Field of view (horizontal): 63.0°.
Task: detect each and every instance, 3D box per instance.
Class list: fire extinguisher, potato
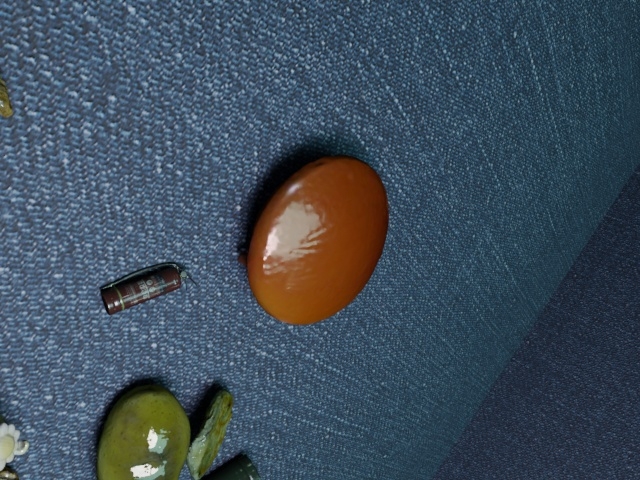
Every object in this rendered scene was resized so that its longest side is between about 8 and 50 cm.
[{"bbox_3d":[-0.282,0.615,1.194,0.311,0.114,0.096,-23,87,-32],"label":"fire extinguisher"},{"bbox_3d":[-0.299,0.080,0.911,0.158,0.043,0.064,-22,85,-35],"label":"fire extinguisher"},{"bbox_3d":[-0.335,0.395,0.991,0.169,0.143,0.248,4,102,-35],"label":"potato"}]

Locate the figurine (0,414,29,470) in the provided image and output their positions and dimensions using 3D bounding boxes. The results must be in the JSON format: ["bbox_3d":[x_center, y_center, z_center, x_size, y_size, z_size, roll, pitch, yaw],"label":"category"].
[{"bbox_3d":[-0.586,0.305,0.669,0.394,0.226,0.275,17,87,-61],"label":"figurine"}]

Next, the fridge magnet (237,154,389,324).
[{"bbox_3d":[0.000,0.000,1.066,0.363,0.155,0.364,-22,127,-34],"label":"fridge magnet"}]

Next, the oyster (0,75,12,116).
[{"bbox_3d":[-0.432,-0.197,0.612,0.148,0.051,0.103,25,95,-48],"label":"oyster"}]

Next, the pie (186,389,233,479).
[{"bbox_3d":[-0.233,0.405,1.104,0.187,0.041,0.187,18,90,-83],"label":"pie"}]

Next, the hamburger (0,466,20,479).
[{"bbox_3d":[-0.561,0.441,0.841,0.138,0.083,0.147,16,98,-43],"label":"hamburger"}]
